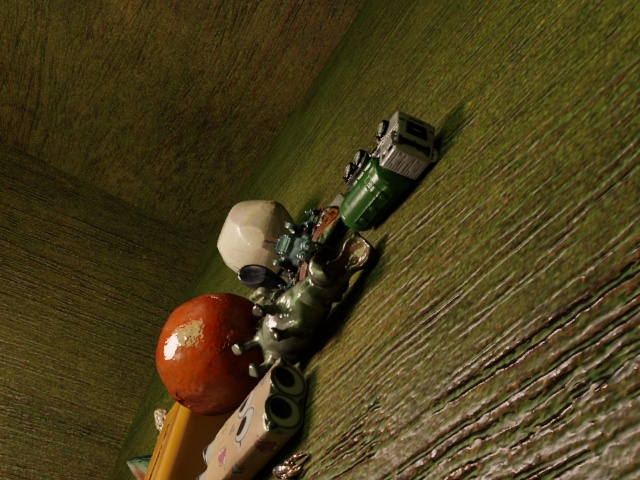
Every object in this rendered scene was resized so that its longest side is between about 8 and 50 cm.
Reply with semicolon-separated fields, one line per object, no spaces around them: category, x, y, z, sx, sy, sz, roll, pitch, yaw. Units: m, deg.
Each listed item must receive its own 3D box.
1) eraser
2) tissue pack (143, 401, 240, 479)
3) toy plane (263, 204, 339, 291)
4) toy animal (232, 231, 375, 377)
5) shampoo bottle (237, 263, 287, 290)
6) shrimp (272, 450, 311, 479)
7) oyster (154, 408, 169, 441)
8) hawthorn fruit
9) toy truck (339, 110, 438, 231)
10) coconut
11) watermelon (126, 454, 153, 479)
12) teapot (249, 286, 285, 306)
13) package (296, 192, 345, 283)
eraser;-0.134;0.374;1.311;0.290;0.087;0.171;-53;15;33
tissue pack;-0.305;0.505;1.589;0.194;0.145;0.274;-50;19;38
toy plane;-0.068;0.019;1.589;0.326;0.104;0.223;10;80;64
toy animal;-0.035;0.129;1.303;0.168;0.106;0.343;-8;-37;-51
shampoo bottle;-0.133;0.103;1.682;0.233;0.087;0.049;52;-141;-73
shrimp;-0.050;0.373;1.127;0.092;0.029;0.038;-48;19;36
oyster;-0.426;0.588;2.014;0.161;0.107;0.232;-53;34;18
hawthorn fruit;-0.205;0.231;1.533;0.307;0.276;0.276;-34;29;36
toy truck;0.118;-0.122;1.303;0.242;0.101;0.125;-52;22;47
coconut;-0.167;-0.014;1.940;0.234;0.224;0.224;-58;14;21
watermelon;-0.371;0.617;1.733;0.136;0.202;0.207;-27;13;-24
teapot;-0.127;0.159;1.654;0.200;0.107;0.077;-38;23;59
package;0.000;0.000;1.648;0.239;0.030;0.154;-60;16;8
